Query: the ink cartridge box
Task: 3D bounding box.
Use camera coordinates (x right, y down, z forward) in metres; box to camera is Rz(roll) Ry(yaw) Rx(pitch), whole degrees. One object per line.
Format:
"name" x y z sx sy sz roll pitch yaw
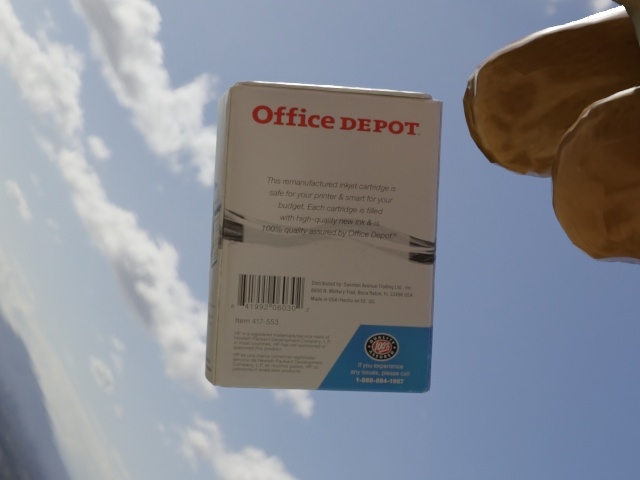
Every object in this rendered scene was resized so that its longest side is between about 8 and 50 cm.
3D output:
"ink cartridge box" 0.000 0.000 0.820 0.082 0.140 0.190 171 -78 -79

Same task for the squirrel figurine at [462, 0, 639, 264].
"squirrel figurine" 0.258 -0.105 0.516 0.370 0.397 0.281 58 -5 -12
